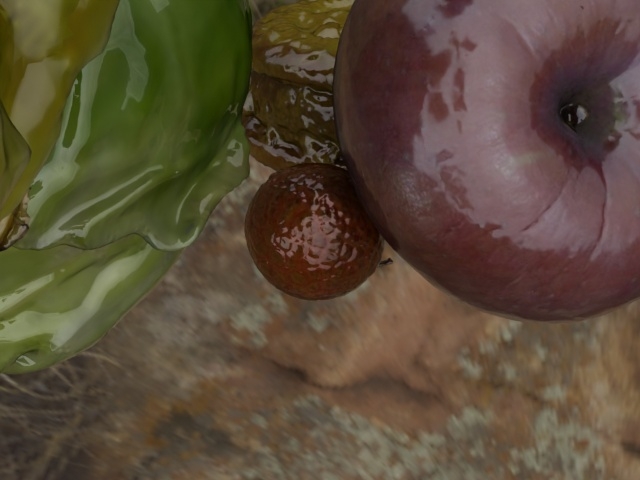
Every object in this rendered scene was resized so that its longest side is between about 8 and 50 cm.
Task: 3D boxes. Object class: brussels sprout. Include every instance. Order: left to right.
[{"bbox_3d":[-0.226,-0.107,1.180,0.425,0.342,0.361,6,34,39],"label":"brussels sprout"}]

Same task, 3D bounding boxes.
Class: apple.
[{"bbox_3d":[0.147,-0.091,1.271,0.305,0.235,0.306,-3,97,-24],"label":"apple"}]

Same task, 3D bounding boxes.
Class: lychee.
[{"bbox_3d":[0.000,0.001,1.346,0.114,0.140,0.101,4,46,1],"label":"lychee"}]

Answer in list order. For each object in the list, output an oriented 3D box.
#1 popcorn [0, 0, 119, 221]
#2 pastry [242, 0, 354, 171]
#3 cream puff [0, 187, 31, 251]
[{"bbox_3d":[-0.165,-0.066,0.475,0.169,0.189,0.218,-30,76,22],"label":"popcorn"},{"bbox_3d":[0.048,-0.149,1.561,0.240,0.132,0.235,10,34,20],"label":"pastry"},{"bbox_3d":[-0.202,-0.025,0.824,0.104,0.133,0.119,-3,102,45],"label":"cream puff"}]
